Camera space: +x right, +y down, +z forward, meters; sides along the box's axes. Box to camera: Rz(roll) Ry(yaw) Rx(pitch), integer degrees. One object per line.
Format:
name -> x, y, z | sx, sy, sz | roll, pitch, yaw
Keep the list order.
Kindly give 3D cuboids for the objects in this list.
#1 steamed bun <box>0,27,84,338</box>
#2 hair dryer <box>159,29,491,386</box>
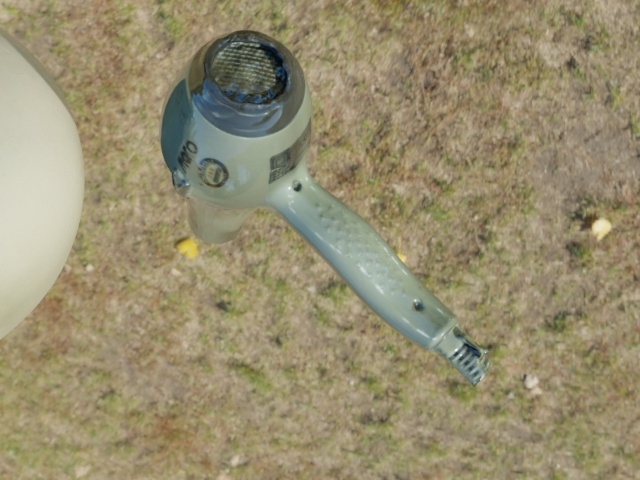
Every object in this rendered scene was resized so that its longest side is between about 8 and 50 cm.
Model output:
steamed bun -> -0.346, -0.052, 0.608 | 0.324, 0.324, 0.206 | 23, 145, 0
hair dryer -> -0.021, -0.009, 0.483 | 0.225, 0.088, 0.219 | 51, 161, -16
